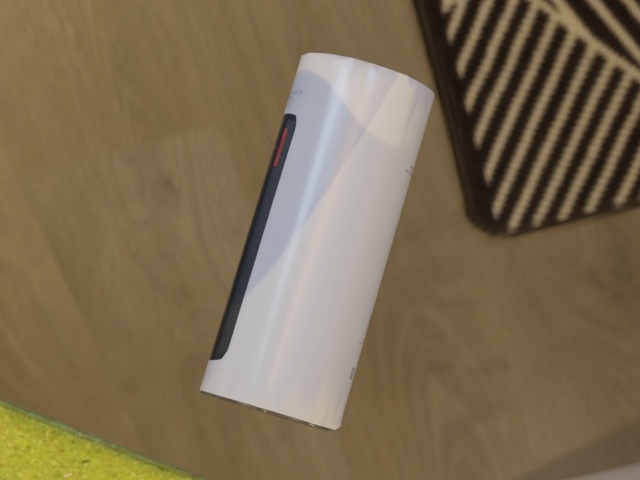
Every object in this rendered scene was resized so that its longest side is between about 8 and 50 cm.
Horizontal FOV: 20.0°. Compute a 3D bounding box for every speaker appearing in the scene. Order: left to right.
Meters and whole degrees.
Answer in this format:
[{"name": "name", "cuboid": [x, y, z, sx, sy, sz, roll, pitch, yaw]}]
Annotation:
[{"name": "speaker", "cuboid": [0.000, 0.000, 0.683, 0.055, 0.055, 0.136, 18, 84, -17]}]

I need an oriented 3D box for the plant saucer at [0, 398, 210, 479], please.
[{"name": "plant saucer", "cuboid": [-0.126, 0.082, 0.540, 0.188, 0.045, 0.188, 26, 156, -27]}]
